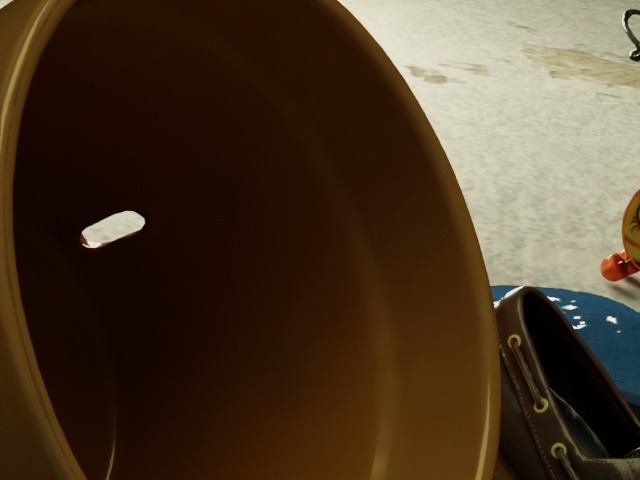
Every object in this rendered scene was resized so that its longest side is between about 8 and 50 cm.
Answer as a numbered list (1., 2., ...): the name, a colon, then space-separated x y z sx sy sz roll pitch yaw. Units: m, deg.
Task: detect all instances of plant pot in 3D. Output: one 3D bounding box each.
1. plant pot: -0.090 0.043 0.790 0.203 0.291 0.291 -19 3 36

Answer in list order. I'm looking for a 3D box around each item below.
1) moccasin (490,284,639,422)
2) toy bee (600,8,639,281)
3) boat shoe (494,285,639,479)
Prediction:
1. moccasin: 0.156 0.111 1.078 0.137 0.117 0.342 -16 22 -30
2. toy bee: 0.297 -0.003 1.427 0.195 0.162 0.298 8 42 -41
3. boat shoe: 0.131 0.113 0.871 0.207 0.073 0.073 51 28 22
